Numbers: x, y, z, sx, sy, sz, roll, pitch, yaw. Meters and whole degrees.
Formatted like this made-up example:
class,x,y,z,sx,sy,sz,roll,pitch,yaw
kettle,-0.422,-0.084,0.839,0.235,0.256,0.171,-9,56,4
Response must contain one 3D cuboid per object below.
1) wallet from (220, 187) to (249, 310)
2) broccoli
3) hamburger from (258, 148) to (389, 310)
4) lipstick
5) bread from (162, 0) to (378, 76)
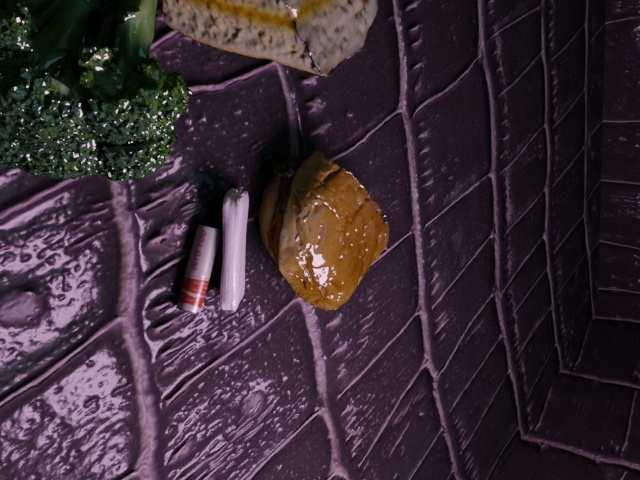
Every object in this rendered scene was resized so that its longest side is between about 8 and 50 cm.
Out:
class,x,y,z,sx,sy,sz,roll,pitch,yaw
wallet,-0.134,0.011,0.888,0.095,0.033,0.190,-90,-176,-76
broccoli,-0.257,-0.183,0.537,0.245,0.265,0.294,-43,93,1
hamburger,0.000,0.000,0.997,0.211,0.132,0.309,-59,139,-23
lipstick,-0.184,0.043,0.865,0.038,0.038,0.131,16,88,-50
bread,-0.108,-0.396,0.678,0.239,0.263,0.396,-49,135,-45
